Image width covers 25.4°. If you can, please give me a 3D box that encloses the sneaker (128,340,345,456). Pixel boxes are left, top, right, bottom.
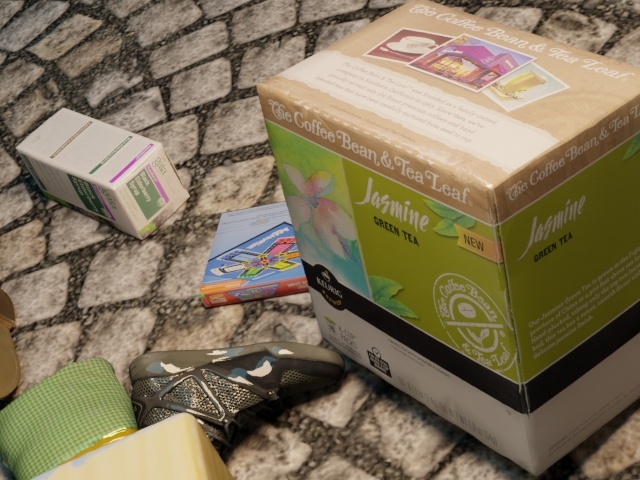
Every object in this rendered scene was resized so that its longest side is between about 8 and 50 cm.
[{"bbox_3d":[-0.083,0.176,1.481,0.227,0.087,0.130,-6,65,-3],"label":"sneaker"}]

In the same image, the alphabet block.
[{"bbox_3d":[-0.149,0.310,1.270,0.192,0.193,0.197,-25,38,5],"label":"alphabet block"}]

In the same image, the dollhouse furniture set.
[{"bbox_3d":[-0.341,0.221,1.501,0.301,0.151,0.197,-34,44,-10],"label":"dollhouse furniture set"}]

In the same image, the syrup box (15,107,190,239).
[{"bbox_3d":[-0.292,-0.092,1.889,0.236,0.093,0.096,23,59,44],"label":"syrup box"}]

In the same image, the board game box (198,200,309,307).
[{"bbox_3d":[0.000,0.000,1.670,0.281,0.027,0.145,-10,40,21],"label":"board game box"}]

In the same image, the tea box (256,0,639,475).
[{"bbox_3d":[0.146,-0.017,1.343,0.220,0.324,0.329,-31,36,-26],"label":"tea box"}]

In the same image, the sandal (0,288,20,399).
[{"bbox_3d":[-0.421,0.147,1.728,0.079,0.088,0.240,-51,25,20],"label":"sandal"}]
